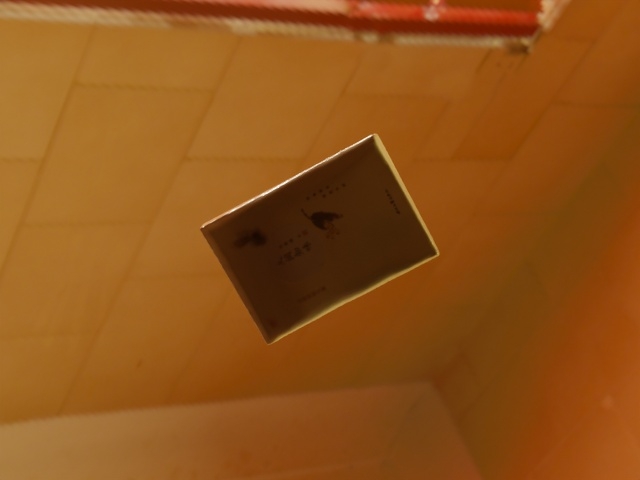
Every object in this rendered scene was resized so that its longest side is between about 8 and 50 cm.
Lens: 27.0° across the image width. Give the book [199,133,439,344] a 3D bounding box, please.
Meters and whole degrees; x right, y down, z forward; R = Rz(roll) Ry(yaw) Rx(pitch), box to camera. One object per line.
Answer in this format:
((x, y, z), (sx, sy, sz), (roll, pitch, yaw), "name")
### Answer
((0.000, 0.000, 0.735), (0.077, 0.111, 0.014), (61, -173, -8), "book")
